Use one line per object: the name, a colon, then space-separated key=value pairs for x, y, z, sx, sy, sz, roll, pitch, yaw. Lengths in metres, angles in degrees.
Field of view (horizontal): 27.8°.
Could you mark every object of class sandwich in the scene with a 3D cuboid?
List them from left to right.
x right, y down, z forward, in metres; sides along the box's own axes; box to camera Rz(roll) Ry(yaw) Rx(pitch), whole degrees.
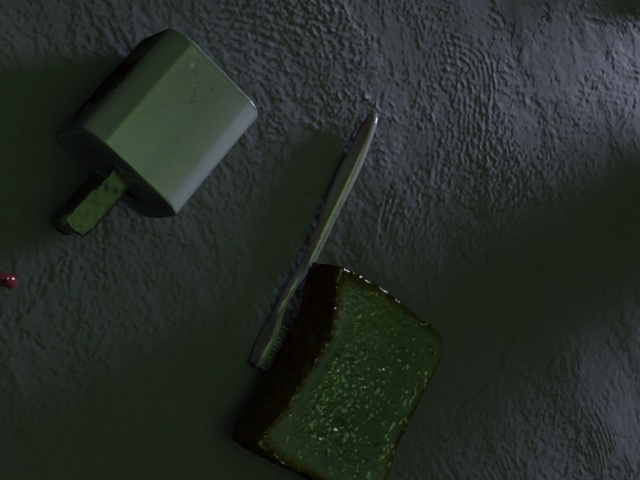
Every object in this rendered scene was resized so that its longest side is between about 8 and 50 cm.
sandwich: x=0.022 y=0.152 z=1.365 sx=0.186 sy=0.065 sz=0.215 roll=36 pitch=75 yaw=-31

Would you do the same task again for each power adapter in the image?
power adapter: x=-0.178 y=-0.084 z=1.238 sx=0.125 sy=0.130 sz=0.205 roll=45 pitch=71 yaw=-20

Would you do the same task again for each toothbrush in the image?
toothbrush: x=0.000 y=0.000 z=1.388 sx=0.029 sy=0.025 sz=0.307 roll=31 pitch=77 yaw=-32

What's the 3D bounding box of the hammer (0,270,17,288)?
hammer: x=-0.325 y=0.028 z=1.226 sx=0.083 sy=0.031 sz=0.053 roll=26 pitch=82 yaw=-35
